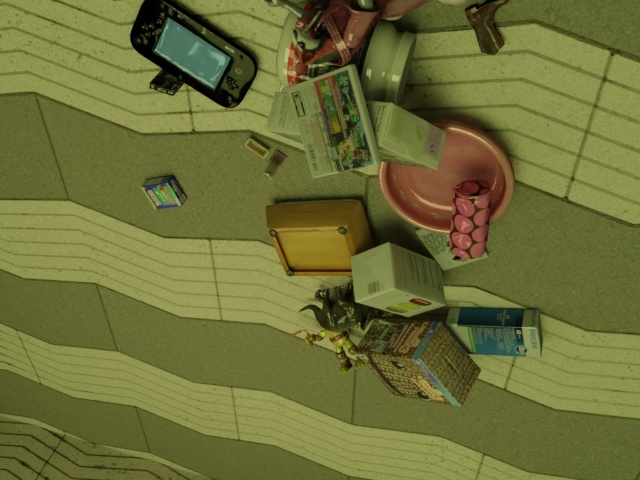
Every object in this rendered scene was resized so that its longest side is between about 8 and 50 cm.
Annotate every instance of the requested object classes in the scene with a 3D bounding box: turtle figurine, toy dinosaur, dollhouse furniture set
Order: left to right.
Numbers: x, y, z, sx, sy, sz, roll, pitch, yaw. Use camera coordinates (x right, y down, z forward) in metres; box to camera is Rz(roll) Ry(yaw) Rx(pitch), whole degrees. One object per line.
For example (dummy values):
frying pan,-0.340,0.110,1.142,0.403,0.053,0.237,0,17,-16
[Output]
dollhouse furniture set,-0.169,-0.210,1.830,0.114,0.081,0.091,35,134,-10
turtle figurine,0.051,0.325,2.218,0.270,0.087,0.217,-26,95,19
toy dinosaur,0.055,0.220,2.075,0.314,0.121,0.160,-15,88,25

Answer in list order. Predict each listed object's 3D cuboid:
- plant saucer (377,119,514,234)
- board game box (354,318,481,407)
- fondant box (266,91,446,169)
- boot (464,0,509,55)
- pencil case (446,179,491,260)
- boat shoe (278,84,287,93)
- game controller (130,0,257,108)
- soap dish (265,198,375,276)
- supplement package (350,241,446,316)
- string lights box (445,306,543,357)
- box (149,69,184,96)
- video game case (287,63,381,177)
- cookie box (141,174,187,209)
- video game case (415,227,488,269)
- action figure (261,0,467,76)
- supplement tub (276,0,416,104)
plant saucer,0.311,-0.163,1.673,0.332,0.084,0.332,12,135,13
board game box,0.293,0.367,2.064,0.232,0.141,0.291,49,151,-23
fondant box,0.080,-0.247,1.524,0.330,0.096,0.238,16,-177,38
boot,0.368,-0.449,1.417,0.106,0.037,0.114,-6,126,43
pencil case,0.358,-0.051,1.638,0.098,0.095,0.209,21,136,27
boat shoe,-0.072,-0.387,1.663,0.035,0.035,0.100,34,128,-5
game controller,-0.311,-0.463,1.668,0.319,0.067,0.166,31,135,-8
soap dish,0.000,0.000,1.928,0.291,0.118,0.228,-2,130,22
supplement package,0.217,0.113,1.856,0.139,0.133,0.244,-24,150,38
string lights box,0.513,0.270,1.991,0.260,0.076,0.133,-1,131,23
box,-0.391,-0.408,1.739,0.067,0.083,0.018,20,136,5
video game case,0.026,-0.238,1.383,0.183,0.023,0.201,-7,103,45
cookie box,-0.474,-0.144,2.047,0.107,0.040,0.091,-6,129,28
video game case,0.360,0.007,1.853,0.143,0.019,0.157,-21,120,36
action figure,0.068,-0.452,1.335,0.276,0.370,0.248,42,168,-36
supplement tub,0.056,-0.401,1.484,0.272,0.191,0.191,17,135,8
